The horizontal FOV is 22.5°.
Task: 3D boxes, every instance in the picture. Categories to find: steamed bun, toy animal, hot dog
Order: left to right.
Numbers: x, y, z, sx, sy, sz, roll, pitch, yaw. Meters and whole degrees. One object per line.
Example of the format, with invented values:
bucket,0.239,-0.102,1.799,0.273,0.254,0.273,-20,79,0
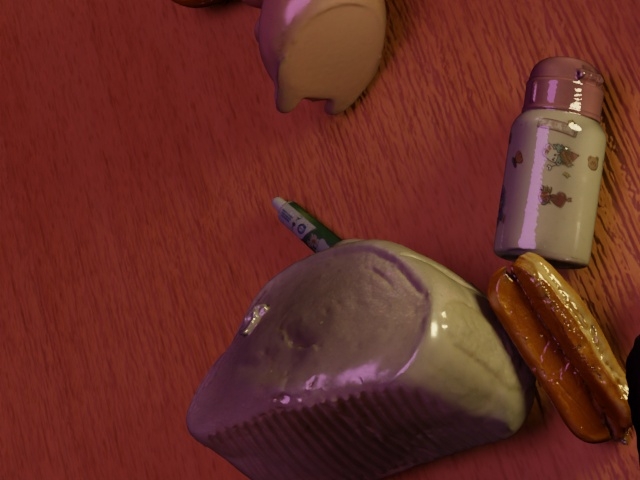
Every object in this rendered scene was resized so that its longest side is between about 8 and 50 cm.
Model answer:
toy animal,-0.013,-0.321,2.063,0.256,0.195,0.213,64,145,32
steamed bun,0.046,0.137,1.858,0.383,0.247,0.236,-23,45,35
hot dog,0.267,0.122,1.738,0.092,0.062,0.236,-30,90,21

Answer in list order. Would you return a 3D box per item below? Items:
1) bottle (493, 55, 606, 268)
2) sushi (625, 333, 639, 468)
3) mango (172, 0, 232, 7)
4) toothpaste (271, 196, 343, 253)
bottle,0.262,-0.089,1.804,0.110,0.110,0.233,3,82,41
sushi,0.455,0.166,1.452,0.299,0.294,0.281,9,89,43
mango,-0.146,-0.375,2.252,0.159,0.084,0.105,3,65,22
toothpaste,0.000,0.000,2.065,0.204,0.031,0.049,41,108,37
